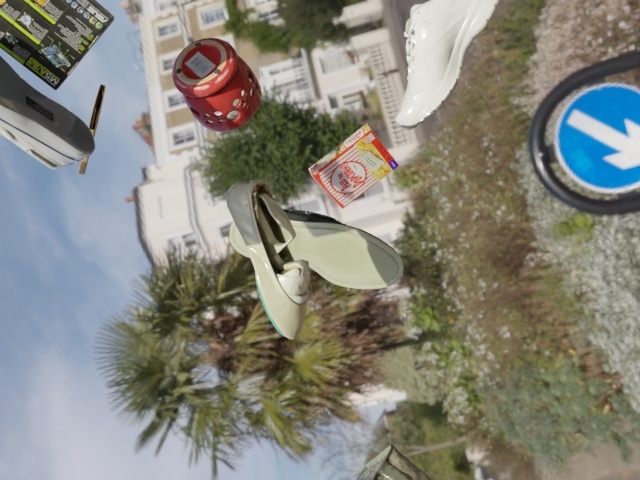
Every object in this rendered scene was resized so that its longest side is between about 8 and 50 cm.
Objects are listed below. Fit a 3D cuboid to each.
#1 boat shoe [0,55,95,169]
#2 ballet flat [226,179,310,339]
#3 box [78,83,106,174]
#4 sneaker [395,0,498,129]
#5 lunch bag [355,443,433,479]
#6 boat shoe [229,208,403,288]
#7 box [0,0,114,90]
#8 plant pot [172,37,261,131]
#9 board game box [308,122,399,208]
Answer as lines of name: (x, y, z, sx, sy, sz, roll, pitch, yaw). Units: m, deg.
boat shoe: (-0.619, -0.246, 1.221, 0.367, 0.156, 0.136, 39, -149, -52)
ballet flat: (-0.062, 0.025, 0.941, 0.086, 0.086, 0.249, -55, -58, -81)
box: (-0.625, -0.301, 1.755, 0.201, 0.021, 0.165, 130, 146, -49)
sneaker: (0.195, -0.336, 1.126, 0.297, 0.129, 0.111, -65, 8, 0)
lunch bag: (0.133, 0.594, 1.259, 0.235, 0.169, 0.287, 40, -133, 7)
boat shoe: (-0.001, 0.004, 1.269, 0.113, 0.339, 0.127, -64, -19, -65)
box: (-0.524, -0.417, 1.216, 0.190, 0.184, 0.045, 38, -167, -23)
plant pot: (-0.260, -0.395, 1.604, 0.174, 0.191, 0.191, 61, -164, -62)
board game box: (0.088, -0.192, 1.688, 0.147, 0.193, 0.045, 44, -166, -39)
